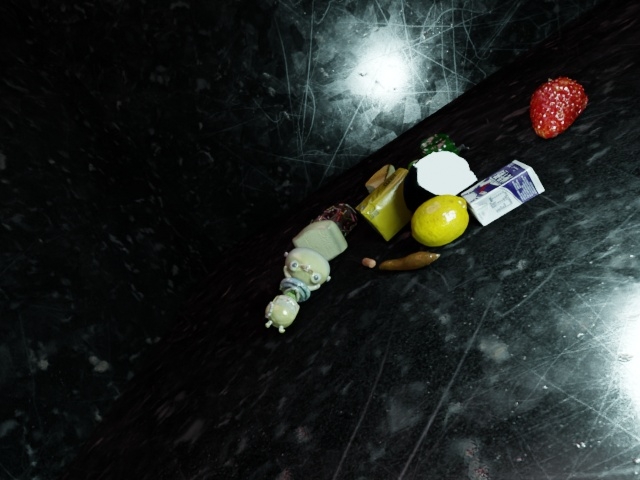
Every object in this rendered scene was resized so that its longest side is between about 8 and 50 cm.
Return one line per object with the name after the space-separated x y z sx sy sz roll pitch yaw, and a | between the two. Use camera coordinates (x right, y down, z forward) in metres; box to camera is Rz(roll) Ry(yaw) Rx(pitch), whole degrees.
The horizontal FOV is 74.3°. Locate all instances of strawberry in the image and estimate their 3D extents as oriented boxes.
0.928 -0.505 1.674 0.205 0.205 0.244 -14 49 54 | strawberry

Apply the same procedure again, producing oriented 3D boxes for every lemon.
0.412 -0.070 1.459 0.207 0.170 0.170 -31 16 25 | lemon

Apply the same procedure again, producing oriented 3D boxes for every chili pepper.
0.574 -0.428 2.186 0.261 0.174 0.165 -31 41 15 | chili pepper

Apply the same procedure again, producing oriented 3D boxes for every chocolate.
0.460 -0.205 1.646 0.284 0.283 0.186 -34 0 9 | chocolate

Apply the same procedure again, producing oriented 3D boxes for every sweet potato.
0.305 0.078 1.464 0.265 0.057 0.057 -22 20 52 | sweet potato

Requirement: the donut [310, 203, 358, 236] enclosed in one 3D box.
0.076 -0.096 2.328 0.259 0.136 0.345 -37 17 8 | donut

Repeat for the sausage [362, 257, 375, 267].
0.195 0.089 1.703 0.034 0.034 0.083 -39 14 -9 | sausage

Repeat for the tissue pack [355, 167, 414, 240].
0.314 -0.156 1.815 0.271 0.192 0.134 -44 19 6 | tissue pack

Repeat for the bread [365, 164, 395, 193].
0.354 -0.259 2.111 0.224 0.183 0.211 -41 17 -7 | bread

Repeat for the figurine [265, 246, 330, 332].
-0.112 0.223 1.791 0.394 0.227 0.274 -63 -3 -37 | figurine

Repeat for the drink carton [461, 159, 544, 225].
0.609 -0.160 1.434 0.222 0.102 0.134 -34 18 14 | drink carton

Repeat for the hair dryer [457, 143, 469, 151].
0.751 -0.482 2.220 0.047 0.026 0.083 -41 23 -8 | hair dryer

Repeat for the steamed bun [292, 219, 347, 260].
0.000 0.000 2.072 0.250 0.200 0.154 -24 18 28 | steamed bun
